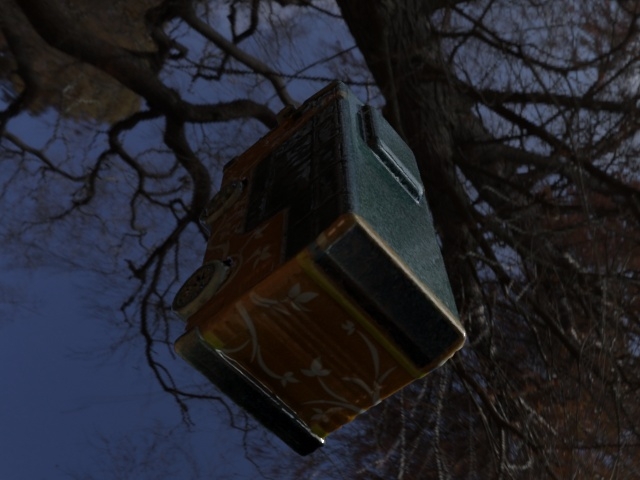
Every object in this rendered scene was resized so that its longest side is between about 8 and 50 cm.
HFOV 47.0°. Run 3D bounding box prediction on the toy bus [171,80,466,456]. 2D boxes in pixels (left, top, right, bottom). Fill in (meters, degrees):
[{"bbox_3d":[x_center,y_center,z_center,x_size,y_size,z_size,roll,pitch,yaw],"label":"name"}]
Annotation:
[{"bbox_3d":[0.000,0.000,0.566,0.167,0.138,0.275,-37,-156,18],"label":"toy bus"}]
